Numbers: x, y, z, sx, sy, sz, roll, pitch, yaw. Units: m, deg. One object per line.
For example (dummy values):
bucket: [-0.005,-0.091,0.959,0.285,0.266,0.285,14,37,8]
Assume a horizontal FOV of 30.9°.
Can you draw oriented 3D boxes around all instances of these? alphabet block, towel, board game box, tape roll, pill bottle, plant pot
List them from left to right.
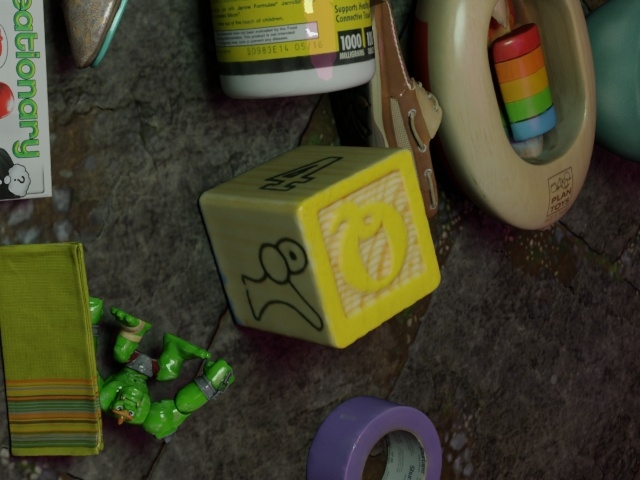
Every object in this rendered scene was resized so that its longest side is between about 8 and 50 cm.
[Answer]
board game box: [-0.373,-0.187,1.163,0.193,0.053,0.305,-8,101,-41]
towel: [-0.296,0.120,1.255,0.102,0.021,0.237,-4,100,1]
pill bottle: [-0.042,-0.340,1.343,0.188,0.188,0.334,-17,107,-39]
alphabet block: [0.000,0.000,1.419,0.193,0.197,0.192,-31,115,-35]
tape roll: [0.076,0.315,1.605,0.189,0.080,0.189,-5,98,-40]
plant pot: [0.481,-0.256,1.794,0.293,0.196,0.293,-9,102,-51]

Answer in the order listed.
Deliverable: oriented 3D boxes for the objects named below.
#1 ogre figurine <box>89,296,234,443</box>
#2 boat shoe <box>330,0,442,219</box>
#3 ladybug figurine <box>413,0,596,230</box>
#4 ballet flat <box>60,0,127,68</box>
ogre figurine: [-0.207,0.154,1.322,0.197,0.097,0.118,29,84,-33]
boat shoe: [0.092,-0.159,1.521,0.120,0.122,0.324,-16,116,-21]
ladybug figurine: [0.250,-0.222,1.631,0.305,0.162,0.449,-26,112,-36]
ballet flat: [-0.233,-0.338,1.251,0.106,0.107,0.316,26,73,-20]
